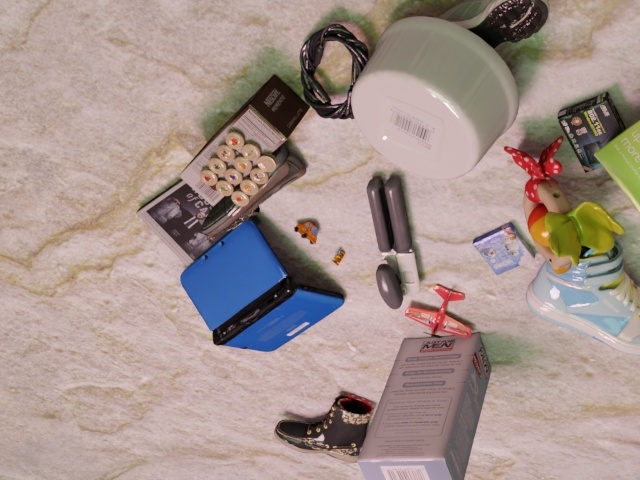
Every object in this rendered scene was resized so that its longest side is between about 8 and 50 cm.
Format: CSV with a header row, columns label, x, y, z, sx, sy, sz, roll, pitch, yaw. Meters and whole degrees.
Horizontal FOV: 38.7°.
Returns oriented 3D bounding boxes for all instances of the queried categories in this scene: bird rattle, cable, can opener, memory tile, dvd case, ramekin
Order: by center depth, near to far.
label,x,y,z,sx,sy,sz,roll,pitch,yaw
ramekin,0.186,-0.233,1.565,0.277,0.135,0.277,27,152,16
bird rattle,0.406,-0.049,1.635,0.253,0.143,0.207,57,163,32
cable,0.025,-0.313,1.681,0.150,0.047,0.184,21,129,35
memory tile,-0.157,-0.134,1.738,0.113,0.012,0.148,35,129,-9
can opener,0.145,0.012,1.852,0.076,0.095,0.283,0,125,21
dvd case,-0.272,-0.052,2.017,0.238,0.029,0.179,-29,111,36

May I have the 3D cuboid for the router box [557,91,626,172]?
label,x,y,z,sx,sy,sz,roll,pitch,yaw
router box,0.485,-0.189,1.603,0.092,0.038,0.122,-21,115,32

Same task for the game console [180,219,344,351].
label,x,y,z,sx,sy,sz,roll,pitch,yaw
game console,-0.135,0.111,2.066,0.250,0.173,0.293,15,142,-39

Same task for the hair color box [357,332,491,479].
label,x,y,z,sx,sy,sz,roll,pitch,yaw
hair color box,0.225,0.356,1.891,0.185,0.374,0.114,-8,121,27

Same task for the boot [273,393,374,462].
label,x,y,z,sx,sy,sz,roll,pitch,yaw
boot,0.011,0.443,2.235,0.236,0.085,0.179,14,127,4

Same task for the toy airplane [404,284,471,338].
label,x,y,z,sx,sy,sz,roll,pitch,yaw
toy airplane,0.258,0.153,1.954,0.151,0.028,0.151,10,128,13

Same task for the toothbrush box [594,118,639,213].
label,x,y,z,sx,sy,sz,roll,pitch,yaw
toothbrush box,0.623,-0.149,1.460,0.283,0.122,0.206,-38,84,27

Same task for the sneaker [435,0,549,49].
label,x,y,z,sx,sy,sz,roll,pitch,yaw
sneaker,0.274,-0.371,1.526,0.100,0.108,0.271,36,148,-30

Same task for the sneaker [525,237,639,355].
label,x,y,z,sx,sy,sz,roll,pitch,yaw
sneaker,0.566,0.090,1.722,0.319,0.127,0.208,17,130,9

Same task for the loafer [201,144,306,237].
label,x,y,z,sx,sy,sz,roll,pitch,yaw
loafer,-0.139,-0.084,1.884,0.084,0.096,0.267,35,119,-24

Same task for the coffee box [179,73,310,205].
label,x,y,z,sx,sy,sz,roll,pitch,yaw
coffee box,-0.150,-0.195,1.791,0.098,0.141,0.246,43,128,-12

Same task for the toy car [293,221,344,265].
label,x,y,z,sx,sy,sz,roll,pitch,yaw
toy car,0.000,0.000,1.954,0.122,0.060,0.040,39,87,-30

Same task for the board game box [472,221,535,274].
label,x,y,z,sx,sy,sz,roll,pitch,yaw
board game box,0.365,0.017,1.816,0.090,0.020,0.090,-28,112,35
